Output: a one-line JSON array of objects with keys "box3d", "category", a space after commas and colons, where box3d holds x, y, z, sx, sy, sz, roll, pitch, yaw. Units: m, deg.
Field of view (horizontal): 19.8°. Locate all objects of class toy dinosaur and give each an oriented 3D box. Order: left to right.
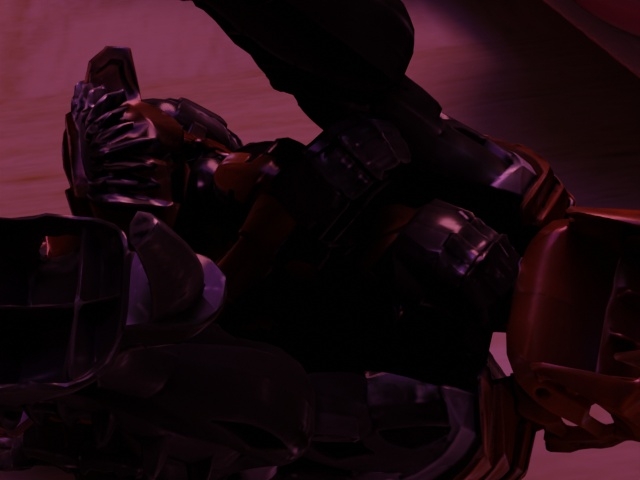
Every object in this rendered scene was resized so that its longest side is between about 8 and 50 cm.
[{"box3d": [0.000, 0.000, 0.452, 0.322, 0.218, 0.164, -25, 52, 31], "category": "toy dinosaur"}]

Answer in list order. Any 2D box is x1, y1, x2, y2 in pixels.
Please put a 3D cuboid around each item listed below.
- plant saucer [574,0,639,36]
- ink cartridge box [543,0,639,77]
[{"box3d": [0.215, -0.156, 0.721, 0.332, 0.084, 0.332, -7, 28, 4], "category": "plant saucer"}, {"box3d": [0.201, -0.118, 0.803, 0.239, 0.060, 0.275, -17, 30, -10], "category": "ink cartridge box"}]
